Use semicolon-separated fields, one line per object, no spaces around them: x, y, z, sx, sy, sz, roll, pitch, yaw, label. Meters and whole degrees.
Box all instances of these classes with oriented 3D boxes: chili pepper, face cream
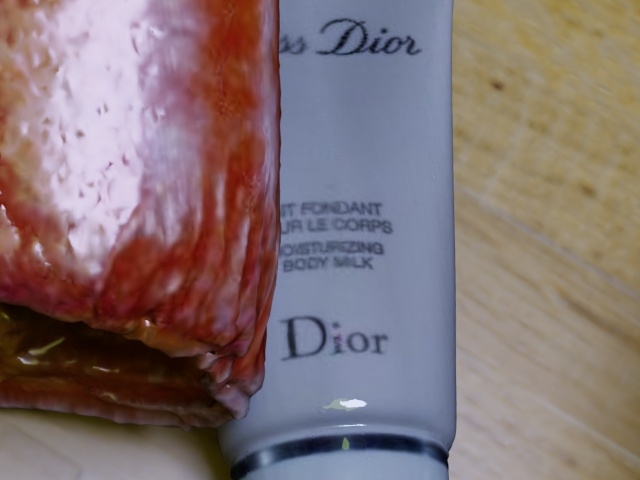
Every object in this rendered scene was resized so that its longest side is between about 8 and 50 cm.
-0.138;-0.087;0.691;0.251;0.229;0.305;-3;79;5;chili pepper
0.000;0.000;0.780;0.143;0.089;0.314;-2;66;-8;face cream
